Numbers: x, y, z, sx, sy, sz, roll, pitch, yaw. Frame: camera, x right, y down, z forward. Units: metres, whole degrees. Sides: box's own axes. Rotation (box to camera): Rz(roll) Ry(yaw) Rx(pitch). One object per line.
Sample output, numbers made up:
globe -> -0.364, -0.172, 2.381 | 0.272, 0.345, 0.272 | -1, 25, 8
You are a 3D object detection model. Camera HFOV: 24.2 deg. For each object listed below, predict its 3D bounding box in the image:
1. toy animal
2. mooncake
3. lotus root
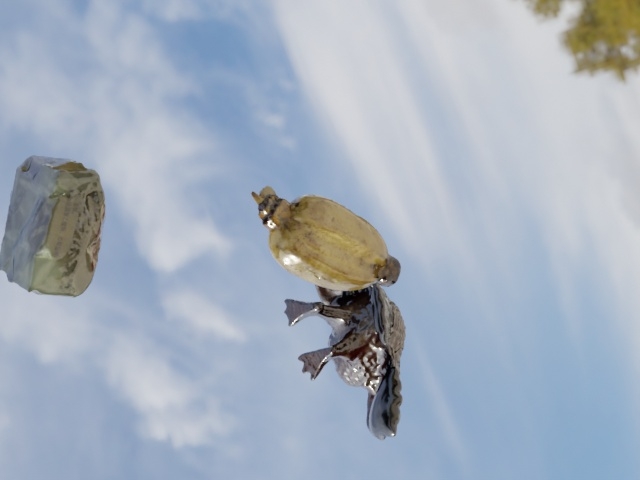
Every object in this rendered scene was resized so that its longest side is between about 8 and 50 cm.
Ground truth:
toy animal -> 0.054, 0.101, 1.499 | 0.179, 0.116, 0.218 | 23, -141, -60
mooncake -> -0.246, -0.016, 1.391 | 0.073, 0.130, 0.125 | 11, -84, -33
lotus root -> 0.000, 0.000, 1.260 | 0.152, 0.072, 0.063 | 32, -168, -26
